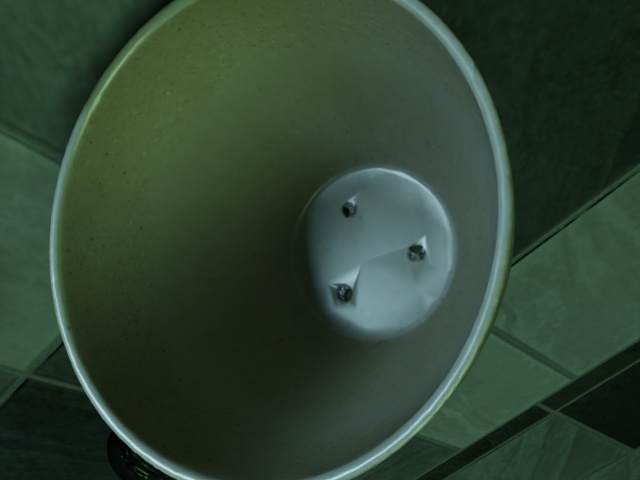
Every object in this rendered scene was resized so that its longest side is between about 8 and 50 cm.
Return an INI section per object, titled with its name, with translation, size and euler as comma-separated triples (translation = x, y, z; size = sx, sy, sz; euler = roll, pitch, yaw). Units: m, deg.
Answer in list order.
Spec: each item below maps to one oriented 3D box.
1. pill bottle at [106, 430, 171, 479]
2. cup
[pill bottle]
translation = -0.154, 0.203, 0.727
size = 0.219, 0.123, 0.123
euler = -42, 132, 22
[cup]
translation = 0.000, 0.000, 0.477
size = 0.331, 0.331, 0.237
euler = -37, 158, 18
